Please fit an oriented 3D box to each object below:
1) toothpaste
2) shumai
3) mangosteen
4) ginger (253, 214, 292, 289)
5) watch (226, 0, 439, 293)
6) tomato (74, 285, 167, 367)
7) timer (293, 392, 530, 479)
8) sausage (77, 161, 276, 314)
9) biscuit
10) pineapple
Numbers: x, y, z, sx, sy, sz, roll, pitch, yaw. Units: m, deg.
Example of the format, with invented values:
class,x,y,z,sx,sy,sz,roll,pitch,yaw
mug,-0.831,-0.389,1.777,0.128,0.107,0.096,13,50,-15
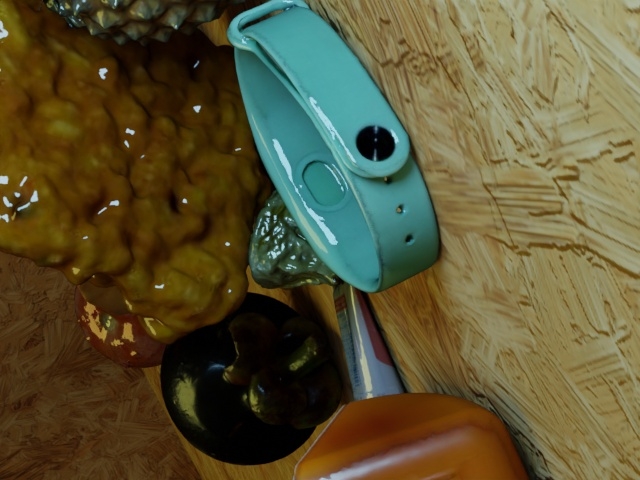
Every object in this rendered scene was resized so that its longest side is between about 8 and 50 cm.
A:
class,x,y,z,sx,sy,sz,roll,pitch,yaw
toothpaste,0.052,0.139,1.402,0.089,0.057,0.234,136,115,-75
shumai,0.000,-0.001,1.299,0.087,0.124,0.099,17,121,20
mangosteen,-0.066,0.149,1.648,0.230,0.194,0.194,-9,107,50
ginger,-0.039,0.011,1.506,0.096,0.067,0.165,61,180,21
watch,0.005,-0.069,1.149,0.237,0.068,0.195,61,166,15
tomato,-0.270,0.092,2.345,0.208,0.184,0.208,18,122,31
timer,0.093,0.250,1.194,0.250,0.161,0.257,176,69,-87
sausage,-0.202,-0.097,1.591,0.233,0.233,0.287,88,156,-60
biscuit,-0.184,-0.089,1.301,0.110,0.312,0.318,-27,48,41
pineapple,-0.155,-0.233,1.211,0.166,0.193,0.166,158,90,-77
